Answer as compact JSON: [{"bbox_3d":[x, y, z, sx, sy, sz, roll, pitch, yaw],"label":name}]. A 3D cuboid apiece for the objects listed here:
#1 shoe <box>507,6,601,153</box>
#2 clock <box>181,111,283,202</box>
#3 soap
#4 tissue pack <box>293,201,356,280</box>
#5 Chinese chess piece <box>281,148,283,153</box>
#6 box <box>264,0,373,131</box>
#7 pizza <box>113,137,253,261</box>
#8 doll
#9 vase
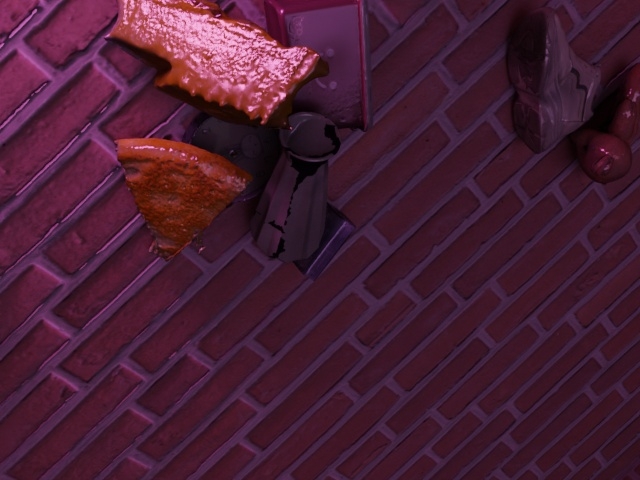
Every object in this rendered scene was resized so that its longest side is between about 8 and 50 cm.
[{"bbox_3d":[0.553,-0.386,1.720,0.211,0.132,0.342,-25,127,-16],"label":"shoe"},{"bbox_3d":[-0.180,-0.179,1.542,0.215,0.042,0.214,-10,119,-19],"label":"clock"},{"bbox_3d":[-0.192,-0.321,1.267,0.304,0.339,0.169,25,88,-29],"label":"soap"},{"bbox_3d":[0.000,0.000,1.672,0.051,0.112,0.156,32,100,-34],"label":"tissue pack"},{"bbox_3d":[-0.056,-0.181,1.575,0.034,0.084,0.084,15,115,15],"label":"Chinese chess piece"},{"bbox_3d":[-0.006,-0.353,1.450,0.168,0.193,0.294,-10,120,-10],"label":"box"},{"bbox_3d":[-0.303,-0.077,1.507,0.280,0.075,0.287,21,127,-5],"label":"pizza"},{"bbox_3d":[0.708,-0.291,1.842,0.201,0.156,0.303,16,88,-70],"label":"doll"},{"bbox_3d":[-0.050,-0.097,1.492,0.165,0.165,0.360,-13,152,-18],"label":"vase"}]
